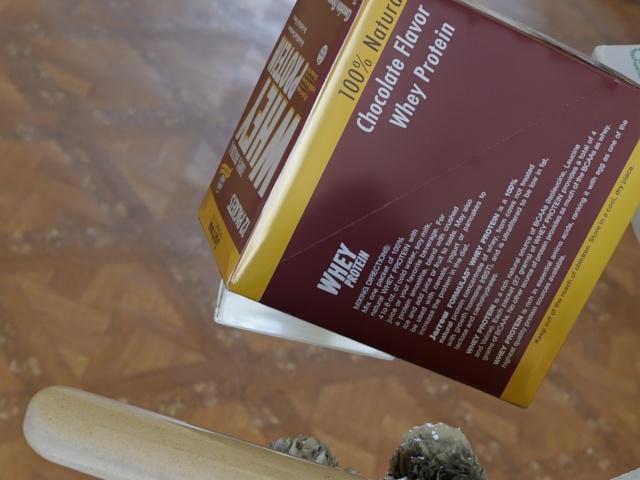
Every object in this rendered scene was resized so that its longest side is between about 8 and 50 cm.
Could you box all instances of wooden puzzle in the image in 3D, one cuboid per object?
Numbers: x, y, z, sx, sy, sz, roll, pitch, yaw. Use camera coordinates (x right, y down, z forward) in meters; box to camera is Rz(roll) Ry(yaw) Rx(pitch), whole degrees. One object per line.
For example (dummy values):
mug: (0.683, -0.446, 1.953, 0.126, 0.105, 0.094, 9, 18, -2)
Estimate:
wooden puzzle: (0.052, 0.181, 0.756, 0.322, 0.081, 0.348, 13, -14, 24)

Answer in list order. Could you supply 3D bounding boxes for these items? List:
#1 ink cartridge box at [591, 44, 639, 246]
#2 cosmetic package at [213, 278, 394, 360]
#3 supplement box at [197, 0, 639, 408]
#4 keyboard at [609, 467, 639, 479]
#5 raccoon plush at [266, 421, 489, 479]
ink cartridge box: (0.430, -0.056, 1.324, 0.330, 0.071, 0.324, -2, 45, -6)
cosmetic package: (0.000, 0.000, 1.363, 0.160, 0.113, 0.309, 13, 11, -1)
supplement box: (0.061, -0.042, 0.854, 0.194, 0.191, 0.129, 22, 13, -18)
keyboard: (0.298, 0.180, 1.134, 0.256, 0.014, 0.072, -20, 32, -8)
raccoon plush: (-0.002, 0.214, 1.230, 0.299, 0.216, 0.446, 58, 10, -20)
